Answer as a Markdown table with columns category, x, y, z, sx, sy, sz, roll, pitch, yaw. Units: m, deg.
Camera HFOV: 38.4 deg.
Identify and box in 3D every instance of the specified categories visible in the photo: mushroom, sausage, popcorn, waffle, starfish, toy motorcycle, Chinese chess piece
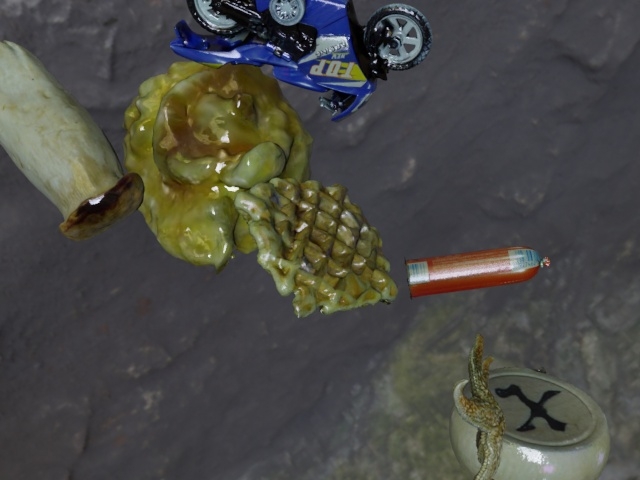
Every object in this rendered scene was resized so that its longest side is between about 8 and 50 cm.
| category | x | y | z | sx | sy | sz | roll | pitch | yaw |
| --- | --- | --- | --- | --- | --- | --- | --- | --- | --- |
| mushroom | -0.298 | -0.116 | 0.995 | 0.100 | 0.312 | 0.081 | -35 | 148 | -15 |
| sausage | 0.287 | 0.055 | 1.674 | 0.264 | 0.083 | 0.083 | -7 | 152 | 3 |
| popcorn | -0.150 | -0.117 | 1.385 | 0.274 | 0.335 | 0.279 | -41 | 163 | 28 |
| waffle | 0.001 | -0.002 | 1.190 | 0.224 | 0.204 | 0.054 | -6 | 147 | -45 |
| starfish | 0.178 | 0.204 | 1.006 | 0.216 | 0.050 | 0.223 | 77 | 24 | -45 |
| toy motorcycle | -0.027 | -0.239 | 1.128 | 0.113 | 0.316 | 0.168 | -71 | 175 | -56 |
| Chinese chess piece | 0.299 | 0.274 | 1.331 | 0.238 | 0.238 | 0.092 | -16 | 122 | -38 |
